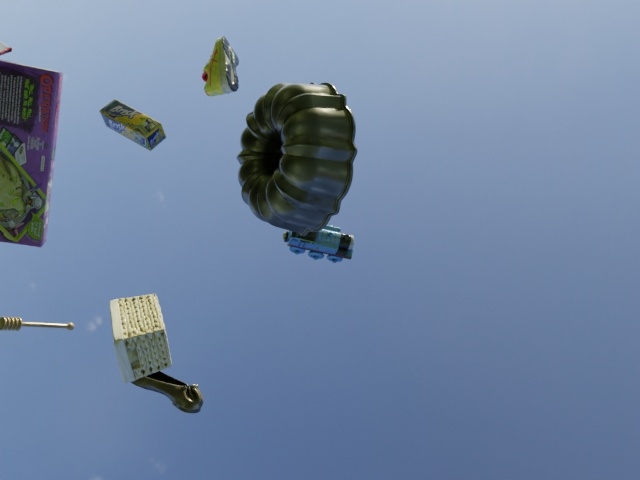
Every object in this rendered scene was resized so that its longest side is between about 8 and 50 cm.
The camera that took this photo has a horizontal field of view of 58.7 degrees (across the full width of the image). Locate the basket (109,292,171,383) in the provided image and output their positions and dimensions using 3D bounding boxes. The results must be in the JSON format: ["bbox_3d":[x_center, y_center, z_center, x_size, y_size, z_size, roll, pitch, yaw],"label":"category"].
[{"bbox_3d":[-0.381,0.201,1.205,0.103,0.113,0.167,-11,-152,-17],"label":"basket"}]

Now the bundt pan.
[{"bbox_3d":[-0.073,-0.177,1.188,0.330,0.124,0.331,-8,-100,55],"label":"bundt pan"}]

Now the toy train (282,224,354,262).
[{"bbox_3d":[0.000,0.000,1.404,0.184,0.105,0.080,13,-113,-10],"label":"toy train"}]

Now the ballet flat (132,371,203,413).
[{"bbox_3d":[-0.371,0.330,1.338,0.249,0.084,0.058,19,-81,30],"label":"ballet flat"}]

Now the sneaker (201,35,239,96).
[{"bbox_3d":[-0.271,-0.456,1.489,0.094,0.081,0.209,-19,-131,17],"label":"sneaker"}]

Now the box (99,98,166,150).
[{"bbox_3d":[-0.475,-0.293,1.436,0.168,0.054,0.059,29,-120,22],"label":"box"}]

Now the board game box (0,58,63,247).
[{"bbox_3d":[-0.622,-0.169,1.087,0.056,0.208,0.347,-121,-138,-72],"label":"board game box"}]

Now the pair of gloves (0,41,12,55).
[{"bbox_3d":[-0.730,-0.418,1.146,0.023,0.159,0.198,-52,-173,31],"label":"pair of gloves"}]

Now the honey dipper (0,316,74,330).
[{"bbox_3d":[-0.620,0.186,1.252,0.030,0.160,0.031,-8,-104,36],"label":"honey dipper"}]
